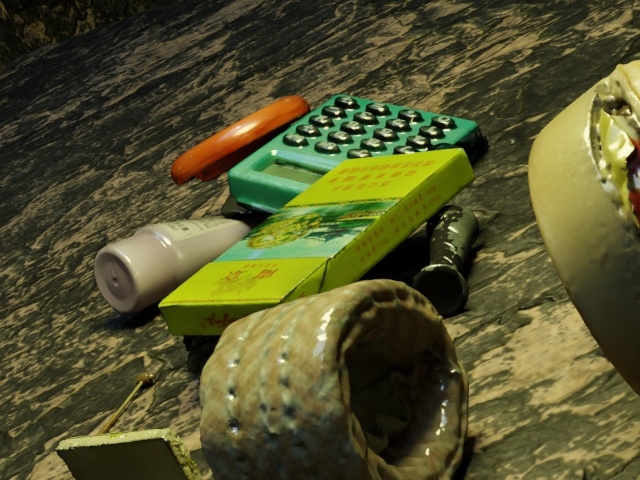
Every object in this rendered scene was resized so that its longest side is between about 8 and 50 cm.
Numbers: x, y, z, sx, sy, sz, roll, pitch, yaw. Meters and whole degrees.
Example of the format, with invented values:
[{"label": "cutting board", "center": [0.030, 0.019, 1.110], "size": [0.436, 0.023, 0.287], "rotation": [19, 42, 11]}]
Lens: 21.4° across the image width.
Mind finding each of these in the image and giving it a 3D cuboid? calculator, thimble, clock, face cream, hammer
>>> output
[{"label": "calculator", "center": [0.051, -0.100, 2.100], "size": [0.248, 0.058, 0.274], "rotation": [16, 38, 33]}, {"label": "thimble", "center": [0.012, 0.135, 1.383], "size": [0.148, 0.196, 0.229], "rotation": [-16, 21, 30]}, {"label": "clock", "center": [-0.104, -0.127, 2.235], "size": [0.205, 0.051, 0.205], "rotation": [-29, 3, 2]}, {"label": "face cream", "center": [-0.159, 0.007, 2.170], "size": [0.273, 0.096, 0.154], "rotation": [-25, 13, -40]}, {"label": "hammer", "center": [-0.216, 0.183, 1.856], "size": [0.029, 0.014, 0.123], "rotation": [-24, 18, 35]}]

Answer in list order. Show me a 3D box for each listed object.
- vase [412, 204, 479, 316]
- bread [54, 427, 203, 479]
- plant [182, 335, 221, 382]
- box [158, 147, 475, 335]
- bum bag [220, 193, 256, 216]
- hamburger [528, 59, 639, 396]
[{"label": "vase", "center": [0.132, 0.019, 1.772], "size": [0.059, 0.059, 0.167], "rotation": [-20, 19, 17]}, {"label": "bread", "center": [-0.184, 0.214, 1.630], "size": [0.153, 0.068, 0.028], "rotation": [-11, 24, 39]}, {"label": "plant", "center": [-0.111, 0.115, 1.813], "size": [0.087, 0.085, 0.174], "rotation": [-49, 22, 6]}, {"label": "box", "center": [0.000, 0.000, 1.813], "size": [0.187, 0.047, 0.335], "rotation": [-3, 28, 44]}, {"label": "bum bag", "center": [-0.059, -0.081, 2.240], "size": [0.123, 0.060, 0.248], "rotation": [-8, 10, 8]}, {"label": "hamburger", "center": [0.290, -0.003, 1.278], "size": [0.176, 0.300, 0.300], "rotation": [-33, 14, 22]}]
